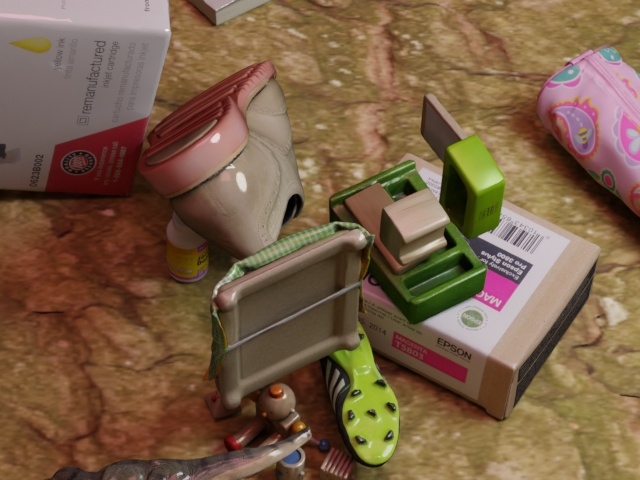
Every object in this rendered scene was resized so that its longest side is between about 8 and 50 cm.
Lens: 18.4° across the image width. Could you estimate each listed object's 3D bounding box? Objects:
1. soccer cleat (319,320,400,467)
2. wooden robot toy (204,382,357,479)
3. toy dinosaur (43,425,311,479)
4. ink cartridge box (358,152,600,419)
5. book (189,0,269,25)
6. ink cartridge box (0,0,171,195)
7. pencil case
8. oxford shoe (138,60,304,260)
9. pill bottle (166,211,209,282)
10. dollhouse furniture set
[{"bbox_3d":[0.035,0.150,1.901,0.060,0.072,0.179,-6,50,-12],"label":"soccer cleat"},{"bbox_3d":[-0.043,0.173,1.872,0.173,0.079,0.076,36,57,24],"label":"wooden robot toy"},{"bbox_3d":[-0.132,0.244,1.805,0.268,0.064,0.118,-10,66,-2],"label":"toy dinosaur"},{"bbox_3d":[0.134,0.042,1.989,0.235,0.088,0.193,27,52,17],"label":"ink cartridge box"},{"bbox_3d":[-0.092,-0.312,2.307,0.144,0.035,0.096,-31,55,-25],"label":"book"},{"bbox_3d":[-0.364,-0.190,1.981,0.385,0.279,0.160,3,55,-14],"label":"ink cartridge box"},{"bbox_3d":[0.355,-0.084,2.090,0.124,0.124,0.284,-26,56,-23],"label":"pencil case"},{"bbox_3d":[-0.087,-0.076,1.998,0.140,0.146,0.397,-31,12,16],"label":"oxford shoe"},{"bbox_3d":[-0.134,0.002,2.004,0.043,0.083,0.043,2,51,-2],"label":"pill bottle"},{"bbox_3d":[0.000,0.000,1.835,0.302,0.197,0.151,-25,60,-18],"label":"dollhouse furniture set"}]
